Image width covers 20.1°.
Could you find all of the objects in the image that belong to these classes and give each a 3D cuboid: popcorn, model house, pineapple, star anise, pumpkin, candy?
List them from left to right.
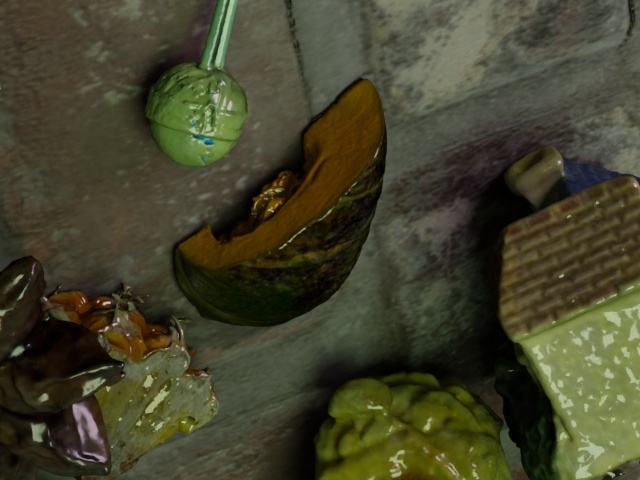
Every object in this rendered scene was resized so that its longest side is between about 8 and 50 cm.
[{"bbox_3d":[-0.314,0.108,1.586,0.315,0.108,0.315,10,130,12],"label":"star anise"},{"bbox_3d":[-0.198,0.144,1.732,0.236,0.114,0.186,33,95,-40],"label":"pineapple"},{"bbox_3d":[-0.081,-0.229,1.639,0.093,0.092,0.336,17,99,3],"label":"candy"},{"bbox_3d":[0.004,0.000,1.777,0.278,0.111,0.163,-44,132,-5],"label":"pumpkin"},{"bbox_3d":[0.098,0.265,1.897,0.241,0.235,0.250,8,98,-14],"label":"popcorn"},{"bbox_3d":[0.262,0.061,1.860,0.261,0.321,0.266,-26,110,9],"label":"model house"}]
